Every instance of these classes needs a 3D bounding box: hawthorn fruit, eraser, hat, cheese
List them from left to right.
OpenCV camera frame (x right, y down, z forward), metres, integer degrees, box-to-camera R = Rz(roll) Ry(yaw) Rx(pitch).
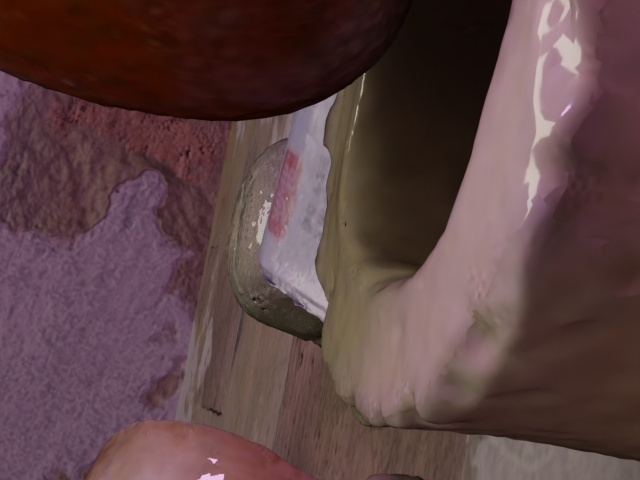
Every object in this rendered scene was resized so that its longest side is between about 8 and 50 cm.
[{"bbox_3d":[-0.062,-0.160,0.522,0.231,0.263,0.235,-60,-28,-30],"label":"hawthorn fruit"},{"bbox_3d":[0.000,0.000,1.063,0.257,0.130,0.257,-170,90,-78],"label":"hat"},{"bbox_3d":[0.051,-0.058,0.865,0.174,0.081,0.227,34,115,40],"label":"eraser"},{"bbox_3d":[0.111,-0.087,0.537,0.292,0.153,0.332,-168,87,-79],"label":"cheese"}]

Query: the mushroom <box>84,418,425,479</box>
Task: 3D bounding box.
[{"bbox_3d":[0.013,0.187,0.572,0.195,0.253,0.189,-8,67,42],"label":"mushroom"}]
